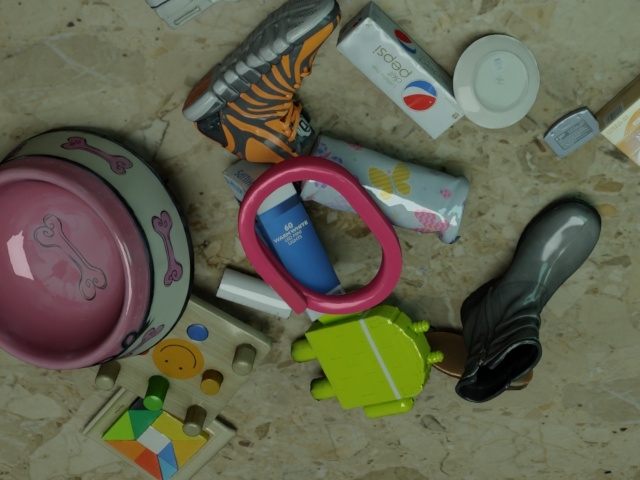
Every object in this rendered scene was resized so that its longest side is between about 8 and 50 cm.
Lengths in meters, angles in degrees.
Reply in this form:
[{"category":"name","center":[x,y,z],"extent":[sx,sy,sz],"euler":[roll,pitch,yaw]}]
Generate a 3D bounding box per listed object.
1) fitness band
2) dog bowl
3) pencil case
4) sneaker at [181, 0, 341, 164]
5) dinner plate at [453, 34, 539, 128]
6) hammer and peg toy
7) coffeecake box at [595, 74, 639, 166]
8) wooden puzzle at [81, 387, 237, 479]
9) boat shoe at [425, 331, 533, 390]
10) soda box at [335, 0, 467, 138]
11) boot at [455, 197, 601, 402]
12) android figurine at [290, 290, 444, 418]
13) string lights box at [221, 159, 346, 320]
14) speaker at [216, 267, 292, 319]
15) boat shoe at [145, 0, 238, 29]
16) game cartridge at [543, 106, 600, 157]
[{"category":"fitness band","center":[0.000,0.000,1.762],"extent":[0.209,0.054,0.291],"euler":[-34,117,11]},{"category":"dog bowl","center":[-0.420,0.031,1.856],"extent":[0.408,0.150,0.408],"euler":[6,107,18]},{"category":"pencil case","center":[0.102,-0.082,1.820],"extent":[0.273,0.113,0.124],"euler":[17,167,-5]},{"category":"sneaker","center":[-0.049,-0.237,1.745],"extent":[0.180,0.124,0.321],"euler":[40,130,-23]},{"category":"dinner plate","center":[0.268,-0.238,1.712],"extent":[0.141,0.017,0.141],"euler":[-2,99,-15]},{"category":"hammer and peg toy","center":[-0.295,0.175,2.024],"extent":[0.361,0.127,0.266],"euler":[32,121,-13]},{"category":"coffeecake box","center":[0.539,-0.170,1.733],"extent":[0.185,0.068,0.142],"euler":[36,119,-17]},{"category":"wooden puzzle","center":[-0.316,0.379,2.211],"extent":[0.238,0.044,0.221],"euler":[35,120,-15]},{"category":"boat shoe","center":[0.271,0.221,2.021],"extent":[0.207,0.073,0.073],"euler":[20,163,1]},{"category":"soda box","center":[0.126,-0.257,1.727],"extent":[0.216,0.069,0.074],"euler":[41,119,-18]},{"category":"boot","center":[0.345,0.108,1.845],"extent":[0.118,0.223,0.338],"euler":[27,122,-10]},{"category":"android figurine","center":[0.084,0.204,2.006],"extent":[0.273,0.056,0.248],"euler":[-19,106,31]},{"category":"string lights box","center":[-0.058,-0.007,1.864],"extent":[0.077,0.133,0.260],"euler":[-31,119,-10]},{"category":"speaker","center":[-0.113,0.093,1.993],"extent":[0.136,0.055,0.055],"euler":[18,123,-4]},{"category":"boat shoe","center":[-0.135,-0.388,1.660],"extent":[0.267,0.096,0.088],"euler":[-25,121,22]},{"category":"game cartridge","center":[0.395,-0.171,1.782],"extent":[0.083,0.017,0.056],"euler":[-35,116,25]}]
